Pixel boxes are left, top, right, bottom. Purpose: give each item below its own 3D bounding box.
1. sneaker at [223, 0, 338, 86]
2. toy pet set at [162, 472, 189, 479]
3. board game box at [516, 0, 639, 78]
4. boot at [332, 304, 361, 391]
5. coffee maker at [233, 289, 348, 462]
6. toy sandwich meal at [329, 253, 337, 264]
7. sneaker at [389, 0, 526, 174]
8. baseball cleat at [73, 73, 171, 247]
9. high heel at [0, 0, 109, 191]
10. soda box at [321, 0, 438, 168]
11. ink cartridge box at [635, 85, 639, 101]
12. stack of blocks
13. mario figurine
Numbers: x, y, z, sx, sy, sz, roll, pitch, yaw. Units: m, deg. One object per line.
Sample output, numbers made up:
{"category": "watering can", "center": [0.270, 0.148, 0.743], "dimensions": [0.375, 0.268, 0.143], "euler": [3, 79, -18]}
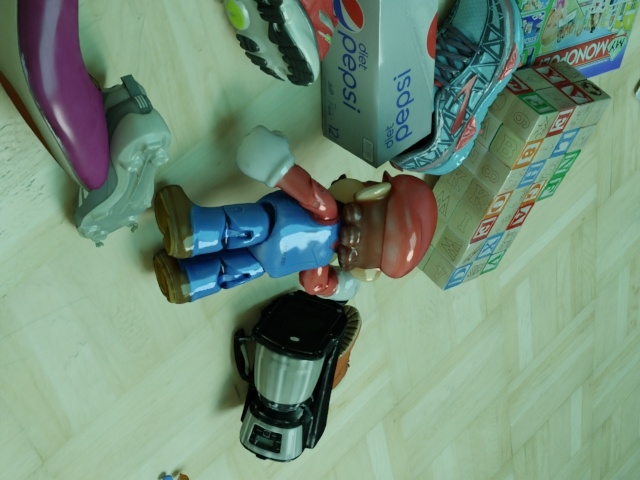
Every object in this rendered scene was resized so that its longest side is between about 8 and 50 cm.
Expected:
{"category": "sneaker", "center": [-0.046, -0.274, 1.217], "dimensions": [0.118, 0.107, 0.279], "euler": [-62, 156, -26]}
{"category": "toy pet set", "center": [-0.172, 0.352, 1.644], "dimensions": [0.114, 0.065, 0.122], "euler": [16, 105, -20]}
{"category": "board game box", "center": [0.329, -0.306, 1.700], "dimensions": [0.317, 0.046, 0.214], "euler": [-22, 134, -42]}
{"category": "boot", "center": [0.016, 0.150, 1.695], "dimensions": [0.084, 0.059, 0.158], "euler": [1, 126, -56]}
{"category": "coffee maker", "center": [-0.025, 0.166, 1.591], "dimensions": [0.171, 0.120, 0.178], "euler": [-23, 136, -41]}
{"category": "toy sandwich meal", "center": [0.000, 0.000, 1.562], "dimensions": [0.085, 0.029, 0.086], "euler": [-34, 139, -36]}
{"category": "sneaker", "center": [0.155, -0.191, 1.521], "dimensions": [0.125, 0.104, 0.262], "euler": [-7, 124, -47]}
{"category": "baseball cleat", "center": [-0.193, -0.082, 1.196], "dimensions": [0.072, 0.109, 0.206], "euler": [-12, 159, -34]}
{"category": "high heel", "center": [-0.191, -0.210, 1.019], "dimensions": [0.181, 0.127, 0.377], "euler": [-31, 138, -16]}
{"category": "soda box", "center": [0.064, -0.225, 1.382], "dimensions": [0.098, 0.091, 0.286], "euler": [-34, 142, -31]}
{"category": "ink cartridge box", "center": [0.672, -0.260, 2.118], "dimensions": [0.353, 0.119, 0.207], "euler": [14, 108, -56]}
{"category": "stack of blocks", "center": [0.245, -0.086, 1.695], "dimensions": [0.171, 0.087, 0.297], "euler": [-17, 142, -45]}
{"category": "mario figurine", "center": [-0.026, -0.022, 1.393], "dimensions": [0.320, 0.170, 0.198], "euler": [-6, 165, -19]}
